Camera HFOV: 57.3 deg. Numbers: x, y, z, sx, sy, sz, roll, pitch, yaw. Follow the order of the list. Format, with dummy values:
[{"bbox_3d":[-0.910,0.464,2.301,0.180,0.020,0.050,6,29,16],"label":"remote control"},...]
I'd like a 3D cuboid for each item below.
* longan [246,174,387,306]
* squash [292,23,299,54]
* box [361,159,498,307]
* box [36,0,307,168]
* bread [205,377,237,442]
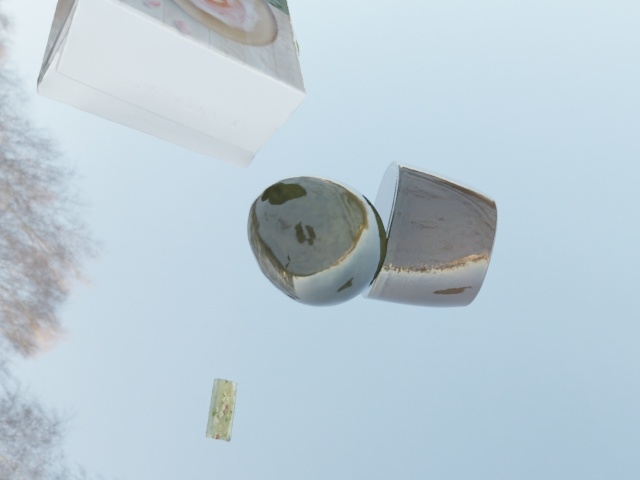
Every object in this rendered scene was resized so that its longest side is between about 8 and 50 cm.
[{"bbox_3d":[0.000,0.000,1.003,0.215,0.246,0.245,-25,-142,24],"label":"longan"},{"bbox_3d":[-0.177,-0.392,0.993,0.234,0.210,0.308,-18,-109,6],"label":"squash"},{"bbox_3d":[0.214,0.002,1.199,0.216,0.300,0.300,15,-134,-4],"label":"box"},{"bbox_3d":[-0.095,-0.157,0.390,0.081,0.135,0.198,-42,-136,38],"label":"box"},{"bbox_3d":[-0.249,0.429,1.489,0.028,0.068,0.153,-21,-125,44],"label":"bread"}]
